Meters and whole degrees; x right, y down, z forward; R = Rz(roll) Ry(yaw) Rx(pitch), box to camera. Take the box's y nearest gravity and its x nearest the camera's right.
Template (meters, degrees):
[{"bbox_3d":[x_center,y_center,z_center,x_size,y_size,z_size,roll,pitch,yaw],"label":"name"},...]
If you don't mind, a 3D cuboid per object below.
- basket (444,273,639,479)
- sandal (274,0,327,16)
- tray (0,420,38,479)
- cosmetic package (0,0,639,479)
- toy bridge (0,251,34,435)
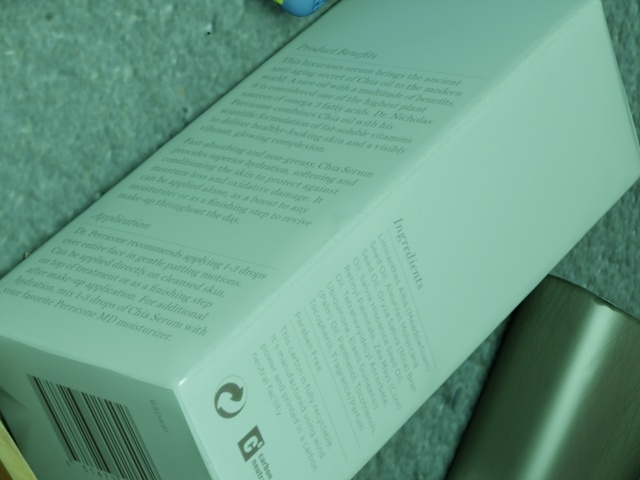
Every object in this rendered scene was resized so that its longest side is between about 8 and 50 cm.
[{"bbox_3d":[0.202,0.174,1.657,0.204,0.154,0.227,37,79,-39],"label":"basket"},{"bbox_3d":[0.087,-0.262,1.430,0.317,0.138,0.126,-42,167,-24],"label":"sandal"},{"bbox_3d":[-0.311,0.115,1.147,0.203,0.076,0.411,-42,139,-19],"label":"tray"},{"bbox_3d":[0.000,0.000,1.352,0.453,0.230,0.161,-43,127,-31],"label":"cosmetic package"},{"bbox_3d":[-0.204,0.101,1.349,0.063,0.026,0.188,-2,101,-41],"label":"toy bridge"}]
